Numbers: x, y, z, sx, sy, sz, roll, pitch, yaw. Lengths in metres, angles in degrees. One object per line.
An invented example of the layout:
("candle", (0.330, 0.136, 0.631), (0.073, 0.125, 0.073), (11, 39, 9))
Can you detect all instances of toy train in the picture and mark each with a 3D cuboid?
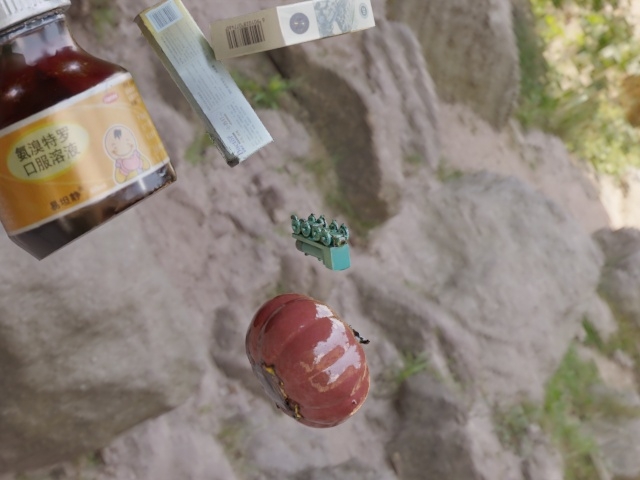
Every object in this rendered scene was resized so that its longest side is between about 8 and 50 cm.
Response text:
("toy train", (0.000, 0.000, 1.192), (0.029, 0.092, 0.045), (-13, 106, -26))

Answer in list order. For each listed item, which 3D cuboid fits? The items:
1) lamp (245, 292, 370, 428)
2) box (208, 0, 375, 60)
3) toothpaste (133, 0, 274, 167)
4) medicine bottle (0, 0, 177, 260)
("lamp", (-0.010, 0.144, 1.532), (0.182, 0.140, 0.182), (45, -19, 20))
("box", (-0.047, -0.375, 2.153), (0.256, 0.164, 0.069), (-23, 104, -48))
("toothpaste", (-0.204, -0.279, 2.162), (0.312, 0.089, 0.071), (56, -19, -7))
("medicine bottle", (-0.370, -0.189, 1.595), (0.395, 0.243, 0.242), (61, 26, -9))
